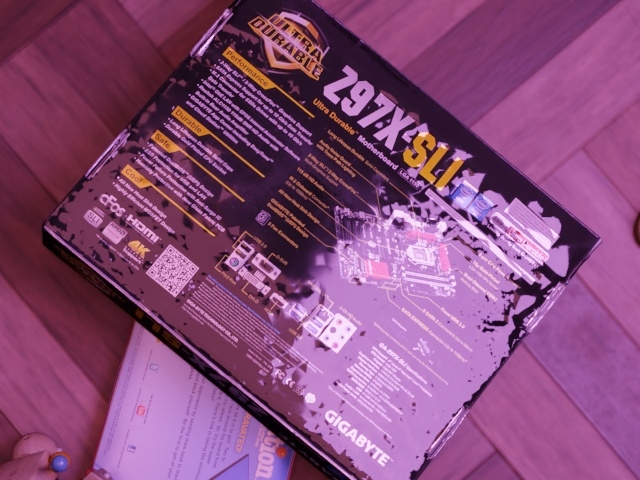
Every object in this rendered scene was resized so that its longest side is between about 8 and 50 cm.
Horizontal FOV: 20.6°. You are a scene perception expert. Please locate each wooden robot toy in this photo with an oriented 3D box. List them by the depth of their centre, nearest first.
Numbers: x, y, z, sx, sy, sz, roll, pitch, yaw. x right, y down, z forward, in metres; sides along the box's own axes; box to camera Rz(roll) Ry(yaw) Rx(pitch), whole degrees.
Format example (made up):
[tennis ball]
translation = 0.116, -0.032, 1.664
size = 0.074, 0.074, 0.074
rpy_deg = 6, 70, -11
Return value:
[wooden robot toy]
translation = -0.215, 0.179, 1.286
size = 0.173, 0.079, 0.076
rpy_deg = -17, 119, 19

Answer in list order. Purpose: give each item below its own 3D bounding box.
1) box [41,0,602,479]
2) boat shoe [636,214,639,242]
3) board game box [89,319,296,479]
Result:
[box]
translation = 0.000, 0.000, 1.275
size = 0.322, 0.079, 0.257
rpy_deg = 39, 76, -1
[boat shoe]
translation = 0.313, 0.010, 1.318
size = 0.152, 0.049, 0.056
rpy_deg = 16, 84, 0
[board game box]
translation = -0.100, 0.185, 1.300
size = 0.145, 0.027, 0.281
rpy_deg = 16, 84, 1
